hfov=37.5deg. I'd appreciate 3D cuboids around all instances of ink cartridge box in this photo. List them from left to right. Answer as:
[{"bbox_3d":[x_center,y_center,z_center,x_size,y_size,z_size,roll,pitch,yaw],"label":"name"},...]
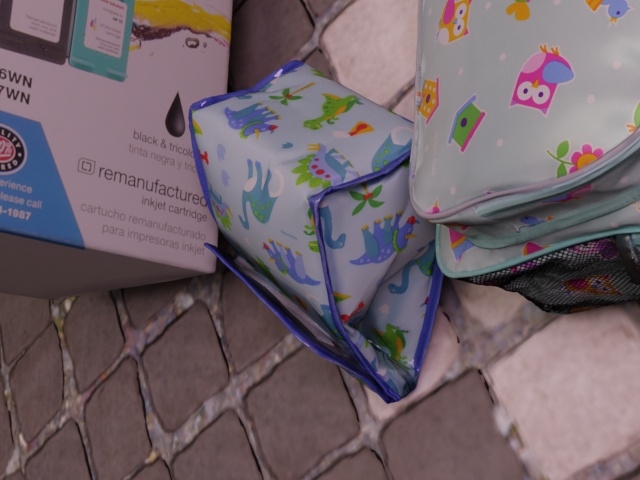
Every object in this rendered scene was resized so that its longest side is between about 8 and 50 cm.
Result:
[{"bbox_3d":[-0.191,-0.116,0.594,0.197,0.198,0.270,-10,73,43],"label":"ink cartridge box"}]

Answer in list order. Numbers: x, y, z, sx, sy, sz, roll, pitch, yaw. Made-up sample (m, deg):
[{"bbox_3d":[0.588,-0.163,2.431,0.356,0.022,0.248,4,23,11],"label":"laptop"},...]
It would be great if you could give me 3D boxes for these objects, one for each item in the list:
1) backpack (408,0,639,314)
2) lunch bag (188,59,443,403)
[{"bbox_3d":[0.131,-0.063,0.375,0.188,0.144,0.166,-9,68,39],"label":"backpack"},{"bbox_3d":[0.000,0.000,0.504,0.129,0.096,0.151,40,149,45],"label":"lunch bag"}]
